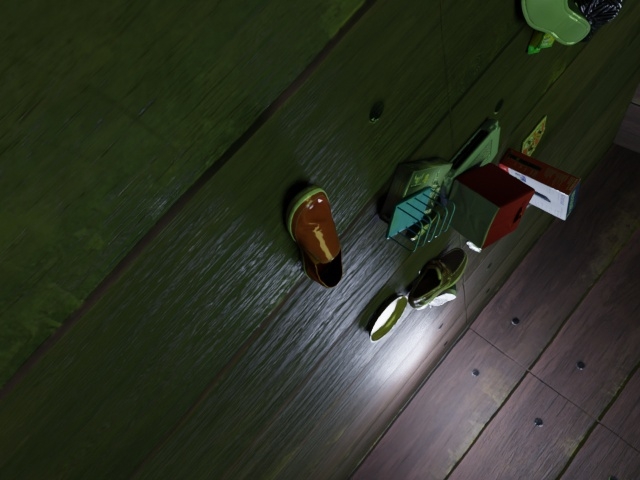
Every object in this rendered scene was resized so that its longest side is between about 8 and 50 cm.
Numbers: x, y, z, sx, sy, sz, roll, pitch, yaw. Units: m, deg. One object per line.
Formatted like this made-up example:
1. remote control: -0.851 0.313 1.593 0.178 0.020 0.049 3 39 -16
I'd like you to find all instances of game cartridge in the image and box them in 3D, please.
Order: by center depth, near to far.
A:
1. game cartridge: 0.517 -0.259 1.503 0.294 0.060 0.196 -47 146 -10

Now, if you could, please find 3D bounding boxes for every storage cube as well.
1. storage cube: 0.556 -0.120 1.453 0.193 0.215 0.184 -24 141 -29

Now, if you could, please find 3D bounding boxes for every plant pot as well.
1. plant pot: 0.276 0.318 1.788 0.236 0.032 0.237 -34 144 -29

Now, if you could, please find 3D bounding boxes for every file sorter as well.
1. file sorter: 0.289 -0.059 1.236 0.170 0.104 0.118 -28 142 -35

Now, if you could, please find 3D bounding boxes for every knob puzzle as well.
1. knob puzzle: 0.965 -0.440 1.947 0.213 0.030 0.213 -35 145 -29

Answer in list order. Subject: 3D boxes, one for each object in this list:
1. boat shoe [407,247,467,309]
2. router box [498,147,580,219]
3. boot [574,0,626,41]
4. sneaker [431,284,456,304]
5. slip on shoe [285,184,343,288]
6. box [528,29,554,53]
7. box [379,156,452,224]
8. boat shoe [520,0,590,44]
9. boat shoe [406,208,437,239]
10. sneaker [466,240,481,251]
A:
1. boat shoe: 0.503 0.147 1.839 0.342 0.123 0.123 -40 149 -9
2. router box: 0.938 -0.239 1.851 0.082 0.301 0.335 -55 149 3
3. boot: 0.874 -0.794 1.305 0.260 0.131 0.348 -61 172 11
4. sneaker: 0.547 0.204 1.983 0.226 0.086 0.164 -37 -144 56
5. slip on shoe: 0.000 0.000 1.020 0.123 0.101 0.332 -37 145 -21
6. box: 0.722 -0.683 1.358 0.105 0.043 0.179 -26 142 -37
7. box: 0.291 -0.151 1.302 0.230 0.056 0.183 -18 135 -45
8. boat shoe: 0.656 -0.661 1.228 0.302 0.091 0.114 14 144 -39
9. boat shoe: 0.354 -0.055 1.498 0.135 0.050 0.045 -43 153 4
10. sneaker: 0.760 0.017 2.108 0.054 0.061 0.152 -54 148 5
